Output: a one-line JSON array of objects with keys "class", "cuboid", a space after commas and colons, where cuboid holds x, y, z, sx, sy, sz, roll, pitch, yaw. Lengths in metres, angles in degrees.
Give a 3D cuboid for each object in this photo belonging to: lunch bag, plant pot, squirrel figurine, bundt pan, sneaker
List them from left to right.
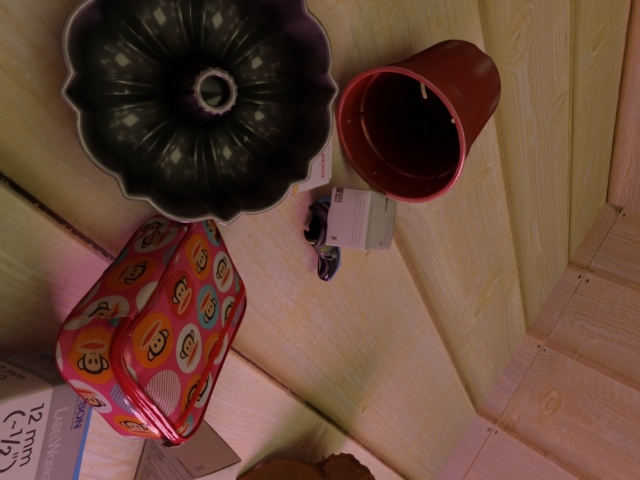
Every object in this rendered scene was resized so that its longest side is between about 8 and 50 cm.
[{"class": "lunch bag", "cuboid": [-0.212, 0.130, 0.666, 0.293, 0.120, 0.258, -74, 156, -48]}, {"class": "bundt pan", "cuboid": [-0.149, -0.194, 0.595, 0.330, 0.124, 0.331, -8, 109, -23]}, {"class": "squirrel figurine", "cuboid": [-0.025, 0.746, 1.185, 0.396, 0.281, 0.371, -21, 131, -36]}, {"class": "sneaker", "cuboid": [0.000, 0.000, 0.968, 0.078, 0.067, 0.188, -17, 120, -28]}, {"class": "plant pot", "cuboid": [0.218, -0.260, 0.923, 0.265, 0.272, 0.273, -43, 137, -34]}]

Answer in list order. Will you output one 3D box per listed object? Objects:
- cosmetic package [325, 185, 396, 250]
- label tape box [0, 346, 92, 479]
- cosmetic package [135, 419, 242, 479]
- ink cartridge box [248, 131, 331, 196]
[{"class": "cosmetic package", "cuboid": [0.091, -0.040, 0.955, 0.231, 0.085, 0.118, -1, 99, -70]}, {"class": "label tape box", "cuboid": [-0.376, 0.274, 0.547, 0.347, 0.115, 0.250, 12, 91, -70]}, {"class": "cosmetic package", "cuboid": [-0.276, 0.513, 0.863, 0.113, 0.160, 0.310, 9, 105, -50]}, {"class": "ink cartridge box", "cuboid": [-0.067, -0.147, 0.799, 0.175, 0.072, 0.128, -23, 125, -38]}]
